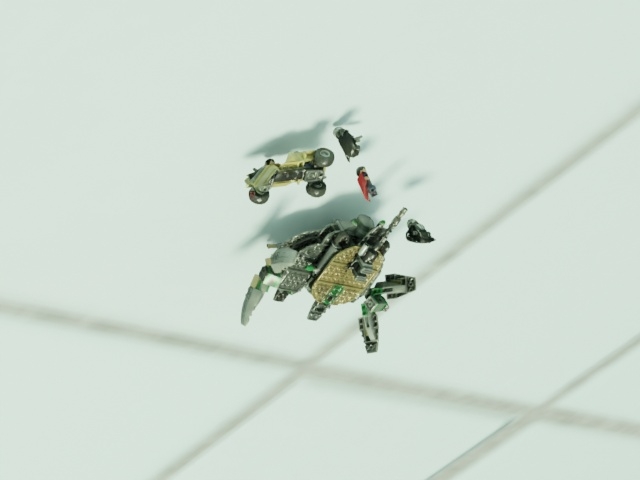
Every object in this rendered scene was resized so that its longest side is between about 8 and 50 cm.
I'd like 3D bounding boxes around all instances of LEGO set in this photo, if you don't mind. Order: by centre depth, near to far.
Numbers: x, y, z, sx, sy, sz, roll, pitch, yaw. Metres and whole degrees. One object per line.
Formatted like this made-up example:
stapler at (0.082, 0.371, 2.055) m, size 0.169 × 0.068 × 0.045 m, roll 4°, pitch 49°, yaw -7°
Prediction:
LEGO set at (0.002, -0.002, 0.486) m, size 0.054 × 0.023 × 0.083 m, roll -14°, pitch 137°, yaw -18°
